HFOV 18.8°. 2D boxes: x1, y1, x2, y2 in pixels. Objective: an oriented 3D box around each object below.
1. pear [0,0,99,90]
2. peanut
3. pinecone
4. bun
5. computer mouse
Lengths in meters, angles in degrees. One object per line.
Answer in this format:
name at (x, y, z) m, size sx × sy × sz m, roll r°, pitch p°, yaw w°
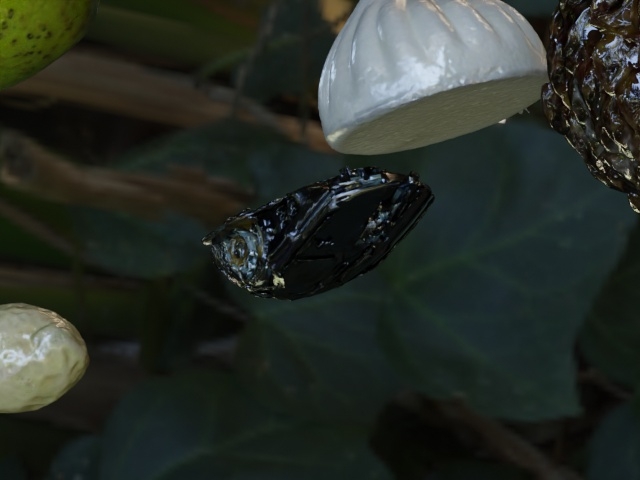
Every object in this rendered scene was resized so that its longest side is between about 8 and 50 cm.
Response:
pear at (-0.382, -0.253, 1.970) m, size 0.342 × 0.318 × 0.238 m, roll 87°, pitch -168°, yaw -67°
peanut at (-0.279, 0.105, 1.553) m, size 0.214 × 0.098 × 0.090 m, roll -14°, pitch 34°, yaw 30°
pinecone at (0.312, -0.128, 1.455) m, size 0.242 × 0.298 × 0.296 m, roll -37°, pitch 30°, yaw -10°
bun at (0.110, -0.208, 2.090) m, size 0.263 × 0.263 × 0.175 m, roll -32°, pitch 73°, yaw 58°
computer mouse at (0.000, 0.000, 1.576) m, size 0.242 × 0.146 × 0.077 m, roll -30°, pitch 78°, yaw 49°
